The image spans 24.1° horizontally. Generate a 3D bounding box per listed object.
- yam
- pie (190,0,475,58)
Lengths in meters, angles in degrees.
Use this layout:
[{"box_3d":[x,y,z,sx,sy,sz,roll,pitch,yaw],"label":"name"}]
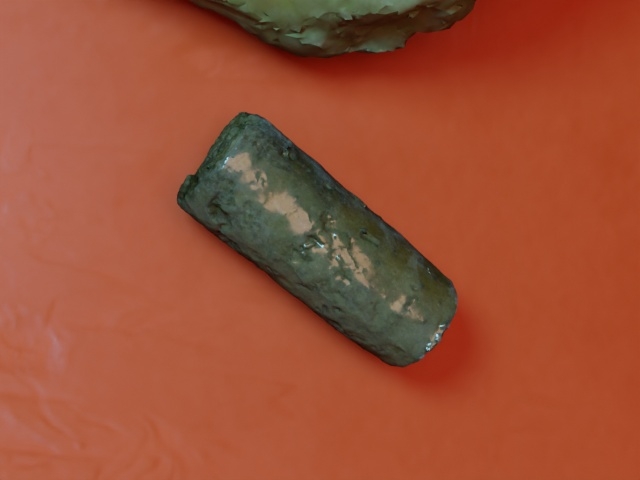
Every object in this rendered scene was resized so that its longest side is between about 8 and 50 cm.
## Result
[{"box_3d":[0.000,0.000,0.914,0.179,0.078,0.078,38,75,-10],"label":"yam"},{"box_3d":[-0.006,-0.312,0.906,0.395,0.180,0.418,37,86,-6],"label":"pie"}]
